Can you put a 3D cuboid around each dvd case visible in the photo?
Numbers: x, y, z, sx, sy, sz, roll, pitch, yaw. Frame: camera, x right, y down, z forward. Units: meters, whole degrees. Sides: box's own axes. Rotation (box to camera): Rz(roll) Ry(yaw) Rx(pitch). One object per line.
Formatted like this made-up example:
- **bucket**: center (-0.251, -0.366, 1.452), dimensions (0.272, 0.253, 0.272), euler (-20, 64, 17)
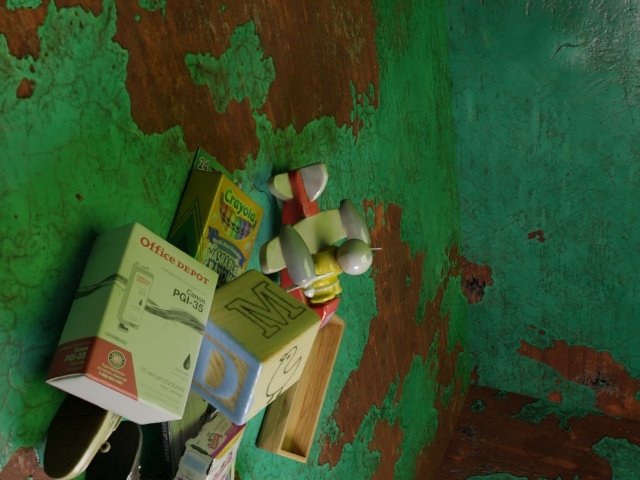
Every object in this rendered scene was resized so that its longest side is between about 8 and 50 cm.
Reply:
- **dvd case**: center (-0.256, 0.343, 1.620), dimensions (0.238, 0.029, 0.179), euler (-42, 136, -58)

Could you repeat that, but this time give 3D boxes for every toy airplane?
- **toy airplane**: center (0.000, 0.000, 1.877), dimensions (0.386, 0.272, 0.384), euler (-67, 151, -26)

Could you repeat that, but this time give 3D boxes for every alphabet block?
- **alphabet block**: center (-0.146, 0.204, 1.535), dimensions (0.197, 0.193, 0.192), euler (-32, 151, -48)

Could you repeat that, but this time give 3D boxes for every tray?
- **tray**: center (-0.048, 0.386, 2.143), dimensions (0.203, 0.076, 0.411), euler (46, 57, -59)

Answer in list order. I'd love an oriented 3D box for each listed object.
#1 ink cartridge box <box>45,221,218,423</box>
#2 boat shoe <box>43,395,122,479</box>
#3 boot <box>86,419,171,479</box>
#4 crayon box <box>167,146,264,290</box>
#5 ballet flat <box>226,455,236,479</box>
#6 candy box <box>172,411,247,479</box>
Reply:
- **ink cartridge box**: center (-0.310, 0.141, 1.326), dimensions (0.207, 0.117, 0.283), euler (37, 51, -37)
- **boat shoe**: center (-0.381, 0.293, 1.371), dimensions (0.285, 0.104, 0.089), euler (-66, 148, -31)
- **boot**: center (-0.361, 0.474, 1.520), dimensions (0.229, 0.091, 0.263), euler (28, 77, -69)
- **crayon box**: center (-0.222, -0.005, 1.630), dimensions (0.203, 0.083, 0.323), euler (42, 60, -61)
- **ballet flat**: center (-0.228, 0.482, 1.807), dimensions (0.086, 0.086, 0.249), euler (-2, 101, -65)
- **candy box**: center (-0.243, 0.487, 1.598), dimensions (0.159, 0.071, 0.233), euler (-34, 146, -67)
